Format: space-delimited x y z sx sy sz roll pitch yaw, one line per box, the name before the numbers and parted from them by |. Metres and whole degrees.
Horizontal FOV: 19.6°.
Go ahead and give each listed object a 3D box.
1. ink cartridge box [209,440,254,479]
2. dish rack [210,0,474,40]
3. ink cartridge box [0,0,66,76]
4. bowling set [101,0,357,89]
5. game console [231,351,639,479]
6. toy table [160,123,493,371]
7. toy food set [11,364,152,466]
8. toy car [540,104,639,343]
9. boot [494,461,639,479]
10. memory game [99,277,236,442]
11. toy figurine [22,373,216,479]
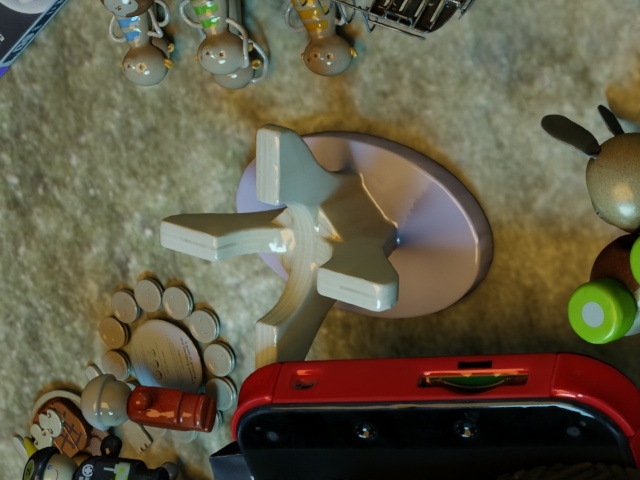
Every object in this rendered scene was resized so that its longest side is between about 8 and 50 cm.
ink cartridge box | 0.006 0.360 1.902 0.165 0.065 0.332 -11 100 37
dish rack | 0.029 -0.274 1.587 0.272 0.208 0.074 22 161 18
ink cartridge box | -0.365 -0.292 1.946 0.208 0.045 0.206 -41 82 39
bowling set | -0.134 -0.199 1.723 0.287 0.200 0.154 -3 106 40
game console | 0.130 0.244 1.680 0.387 0.060 0.342 -3 129 26
toy table | 0.000 0.000 1.715 0.274 0.161 0.252 2 107 36
toy food set | -0.282 0.232 2.076 0.132 0.038 0.192 53 128 8
toy car | 0.255 -0.030 1.535 0.149 0.155 0.188 -44 70 37
boot | 0.182 0.329 1.601 0.348 0.131 0.260 -12 129 24
memory game | -0.163 0.128 1.972 0.186 0.012 0.186 13 113 32
toy figurine | -0.199 0.263 1.905 0.148 0.213 0.209 5 123 17
